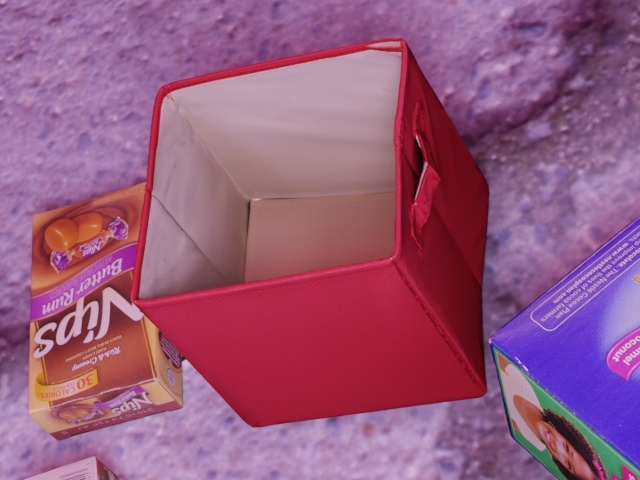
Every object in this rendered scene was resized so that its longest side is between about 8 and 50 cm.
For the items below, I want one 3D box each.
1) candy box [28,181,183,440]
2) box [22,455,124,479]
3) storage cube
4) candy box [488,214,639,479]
[{"bbox_3d":[-0.165,0.052,1.441,0.109,0.053,0.187,-16,55,15],"label":"candy box"},{"bbox_3d":[-0.157,0.303,1.261,0.067,0.063,0.324,-20,52,14],"label":"box"},{"bbox_3d":[0.000,0.000,1.306,0.215,0.193,0.184,-10,55,20],"label":"storage cube"},{"bbox_3d":[0.305,0.099,1.119,0.268,0.122,0.317,-37,49,-14],"label":"candy box"}]
